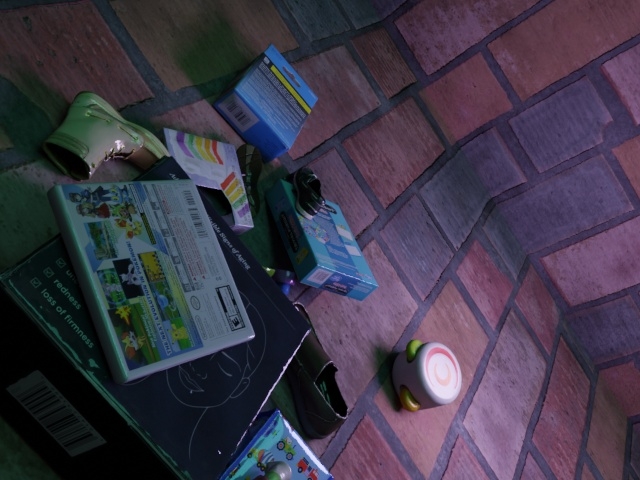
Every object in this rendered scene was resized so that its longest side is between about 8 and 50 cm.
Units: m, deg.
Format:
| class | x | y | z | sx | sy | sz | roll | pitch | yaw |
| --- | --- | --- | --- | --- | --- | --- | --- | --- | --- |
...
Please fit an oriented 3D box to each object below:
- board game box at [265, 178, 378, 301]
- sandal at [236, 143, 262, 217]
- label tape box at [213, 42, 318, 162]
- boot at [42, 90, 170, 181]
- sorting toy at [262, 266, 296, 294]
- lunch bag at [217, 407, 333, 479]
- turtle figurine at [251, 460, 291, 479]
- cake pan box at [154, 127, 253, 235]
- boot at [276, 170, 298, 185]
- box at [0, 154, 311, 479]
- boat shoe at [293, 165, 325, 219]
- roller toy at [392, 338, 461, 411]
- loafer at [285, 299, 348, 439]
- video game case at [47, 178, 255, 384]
| class | x | y | z | sx | sy | sz | roll | pitch | yaw |
| --- | --- | --- | --- | --- | --- | --- | --- | --- | --- |
| board game box | 0.000 | 0.000 | 1.933 | 0.254 | 0.079 | 0.336 | 22 | 33 | -43 |
| sandal | -0.210 | -0.165 | 1.886 | 0.090 | 0.060 | 0.219 | 5 | 77 | -44 |
| label tape box | -0.160 | -0.427 | 2.083 | 0.240 | 0.106 | 0.333 | 48 | 36 | -20 |
| boot | -0.477 | -0.195 | 1.529 | 0.262 | 0.095 | 0.203 | 40 | 39 | -25 |
| sorting toy | -0.203 | 0.113 | 1.685 | 0.365 | 0.127 | 0.126 | 17 | 83 | -48 |
| lunch bag | -0.139 | 0.544 | 1.428 | 0.221 | 0.138 | 0.293 | 54 | 44 | -15 |
| turtle figurine | -0.163 | 0.539 | 1.277 | 0.198 | 0.274 | 0.266 | 32 | 18 | 27 |
| cake pan box | -0.303 | -0.142 | 1.739 | 0.246 | 0.070 | 0.266 | 8 | 61 | -47 |
| boot | -0.075 | -0.155 | 2.056 | 0.099 | 0.045 | 0.121 | 61 | 33 | -4 |
| box | -0.334 | 0.174 | 1.274 | 0.480 | 0.297 | 0.472 | 52 | 37 | -11 |
| boat shoe | -0.025 | -0.151 | 1.940 | 0.084 | 0.079 | 0.233 | 32 | 26 | -24 |
| roller toy | 0.320 | 0.418 | 2.064 | 0.191 | 0.146 | 0.209 | 14 | 61 | -36 |
| loafer | -0.013 | 0.313 | 1.728 | 0.134 | 0.130 | 0.366 | -7 | 72 | -54 |
| video game case | -0.277 | 0.051 | 1.155 | 0.300 | 0.036 | 0.329 | -10 | 75 | -54 |
